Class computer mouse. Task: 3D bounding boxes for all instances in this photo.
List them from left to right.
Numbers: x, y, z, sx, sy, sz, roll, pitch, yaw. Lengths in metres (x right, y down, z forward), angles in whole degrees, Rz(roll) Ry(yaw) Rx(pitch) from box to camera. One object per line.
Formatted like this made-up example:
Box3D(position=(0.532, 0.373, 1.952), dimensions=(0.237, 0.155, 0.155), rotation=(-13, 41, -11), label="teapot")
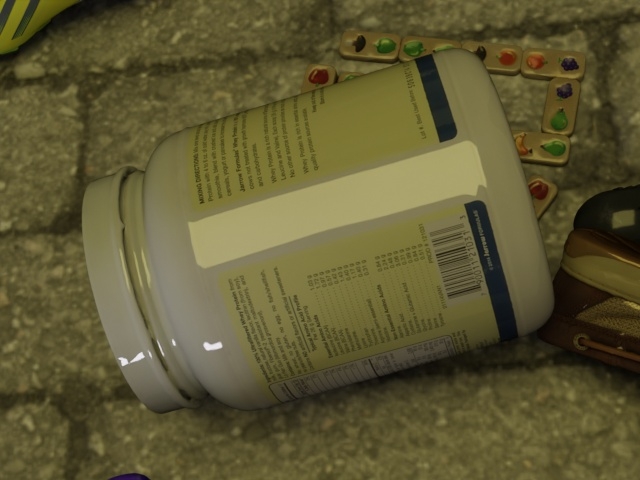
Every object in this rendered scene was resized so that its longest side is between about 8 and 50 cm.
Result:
Box3D(position=(0.337, -0.028, 1.025), dimensions=(0.242, 0.041, 0.071), rotation=(-10, 65, 5), label="computer mouse")

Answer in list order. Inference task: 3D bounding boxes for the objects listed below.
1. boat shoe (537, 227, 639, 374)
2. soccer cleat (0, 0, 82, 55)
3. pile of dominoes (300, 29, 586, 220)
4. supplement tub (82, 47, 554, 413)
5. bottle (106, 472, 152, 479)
Box3D(position=(0.332, 0.110, 0.942), dimensions=(0.342, 0.123, 0.123), rotation=(25, 103, 15), label="boat shoe")
Box3D(position=(-0.272, -0.267, 1.187), dimensions=(0.289, 0.121, 0.093), rotation=(-22, 66, 0), label="soccer cleat")
Box3D(position=(0.104, -0.107, 1.099), dimensions=(0.251, 0.040, 0.196), rotation=(7, 69, 13), label="pile of dominoes")
Box3D(position=(0.000, 0.000, 0.961), dimensions=(0.325, 0.235, 0.235), rotation=(-16, 66, 6), label="supplement tub")
Box3D(position=(-0.238, 0.299, 0.957), dimensions=(0.283, 0.092, 0.118), rotation=(-31, 65, -4), label="bottle")
